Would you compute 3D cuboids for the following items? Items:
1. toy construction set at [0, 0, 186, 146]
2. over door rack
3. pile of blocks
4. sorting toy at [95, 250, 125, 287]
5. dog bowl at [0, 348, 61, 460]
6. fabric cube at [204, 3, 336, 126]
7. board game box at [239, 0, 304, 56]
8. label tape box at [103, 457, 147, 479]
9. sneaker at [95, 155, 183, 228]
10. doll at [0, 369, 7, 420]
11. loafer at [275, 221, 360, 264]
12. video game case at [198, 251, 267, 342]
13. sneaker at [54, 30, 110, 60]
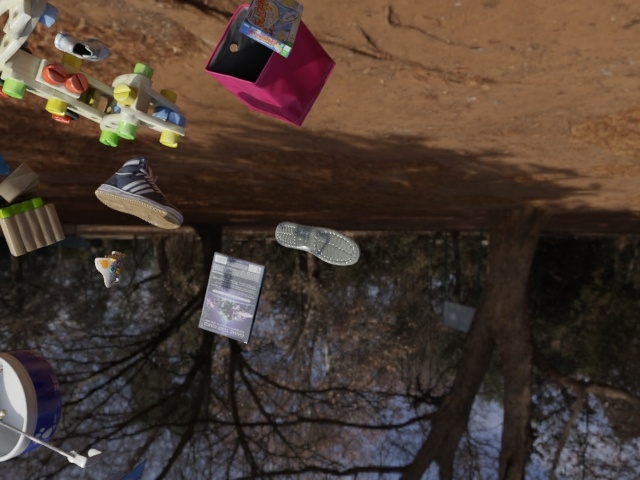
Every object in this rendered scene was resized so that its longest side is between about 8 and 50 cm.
[{"bbox_3d":[-0.377,-0.253,0.868,0.215,0.151,0.328,9,157,38],"label":"toy construction set"},{"bbox_3d":[-0.638,0.491,1.127,0.324,0.239,0.108,19,177,1],"label":"over door rack"},{"bbox_3d":[-0.697,-0.122,1.183,0.113,0.362,0.149,4,-133,49],"label":"pile of blocks"},{"bbox_3d":[-0.497,0.071,1.356,0.045,0.075,0.083,5,-169,7],"label":"sorting toy"},{"bbox_3d":[-0.789,0.412,1.438,0.265,0.264,0.104,2,179,26],"label":"dog bowl"},{"bbox_3d":[-0.158,-0.563,1.822,0.259,0.254,0.258,25,176,36],"label":"fabric cube"},{"bbox_3d":[-0.123,-0.575,1.467,0.136,0.201,0.035,24,140,-18],"label":"board game box"},{"bbox_3d":[-0.691,0.844,1.755,0.106,0.333,0.241,22,-171,13],"label":"label tape box"},{"bbox_3d":[-0.466,-0.138,1.556,0.282,0.153,0.099,19,148,21],"label":"sneaker"},{"bbox_3d":[-0.816,0.405,1.366,0.129,0.188,0.046,6,171,2],"label":"doll"},{"bbox_3d":[0.000,0.000,1.593,0.251,0.094,0.087,20,-171,17],"label":"loafer"},{"bbox_3d":[-0.304,0.194,1.951,0.196,0.274,0.026,15,-175,17],"label":"video game case"},{"bbox_3d":[-0.720,-0.586,1.755,0.083,0.071,0.191,33,-159,18],"label":"sneaker"}]
